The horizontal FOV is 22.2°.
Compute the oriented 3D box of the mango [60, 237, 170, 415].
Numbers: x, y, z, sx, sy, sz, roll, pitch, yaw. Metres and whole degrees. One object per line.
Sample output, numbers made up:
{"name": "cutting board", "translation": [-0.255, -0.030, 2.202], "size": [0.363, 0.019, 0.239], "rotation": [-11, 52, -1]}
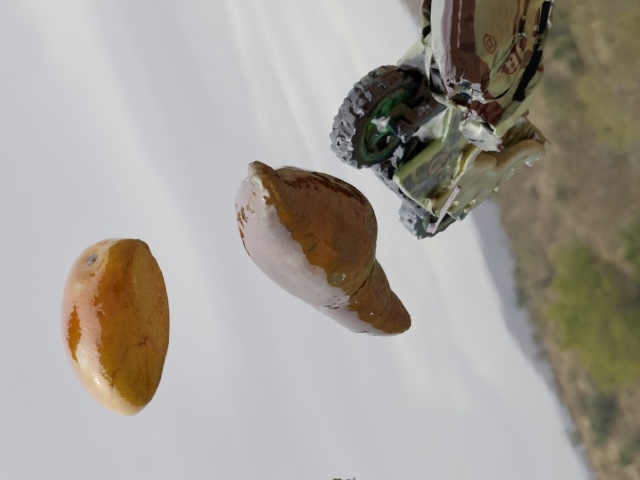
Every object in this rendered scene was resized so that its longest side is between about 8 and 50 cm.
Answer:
{"name": "mango", "translation": [-0.236, 0.102, 1.883], "size": [0.141, 0.102, 0.217], "rotation": [-46, -48, -60]}

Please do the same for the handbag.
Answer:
{"name": "handbag", "translation": [0.163, -0.224, 1.565], "size": [0.213, 0.127, 0.235], "rotation": [44, -132, -66]}

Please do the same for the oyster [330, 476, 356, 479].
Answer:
{"name": "oyster", "translation": [0.054, 0.357, 1.992], "size": [0.177, 0.056, 0.105], "rotation": [57, -177, 33]}

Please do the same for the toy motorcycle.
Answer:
{"name": "toy motorcycle", "translation": [0.146, -0.138, 2.000], "size": [0.169, 0.237, 0.410], "rotation": [45, 180, 25]}

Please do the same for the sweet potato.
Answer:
{"name": "sweet potato", "translation": [-0.003, -0.002, 1.390], "size": [0.359, 0.112, 0.112], "rotation": [48, -160, -65]}

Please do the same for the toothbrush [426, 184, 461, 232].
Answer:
{"name": "toothbrush", "translation": [0.116, -0.029, 1.528], "size": [0.097, 0.008, 0.006], "rotation": [117, 153, -62]}
